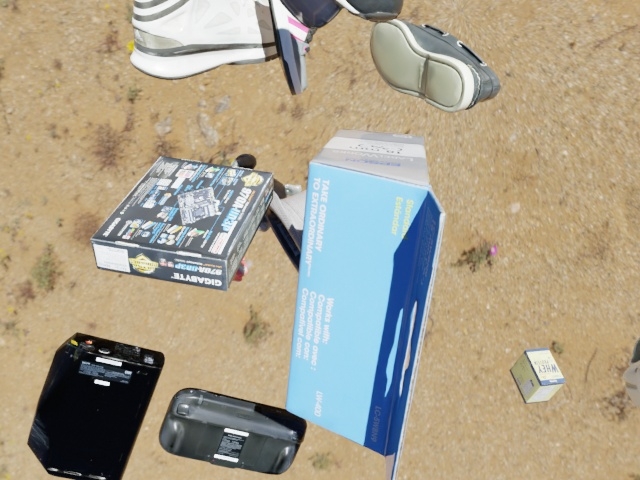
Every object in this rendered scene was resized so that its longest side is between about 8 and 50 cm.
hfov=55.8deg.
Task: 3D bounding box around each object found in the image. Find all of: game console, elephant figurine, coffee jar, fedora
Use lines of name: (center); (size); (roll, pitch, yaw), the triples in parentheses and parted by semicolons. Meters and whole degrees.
game console: (-0.200, 0.260, 0.834); (0.361, 0.044, 0.213); (18, 111, -16)
elephant figurine: (-0.195, -0.130, 1.514); (0.169, 0.239, 0.186); (16, 71, 29)
coffee jar: (-0.028, -0.361, 0.840); (0.079, 0.184, 0.096); (-42, 120, 13)
fedora: (0.000, 0.000, 1.151); (0.124, 0.275, 0.243); (-30, 133, -9)

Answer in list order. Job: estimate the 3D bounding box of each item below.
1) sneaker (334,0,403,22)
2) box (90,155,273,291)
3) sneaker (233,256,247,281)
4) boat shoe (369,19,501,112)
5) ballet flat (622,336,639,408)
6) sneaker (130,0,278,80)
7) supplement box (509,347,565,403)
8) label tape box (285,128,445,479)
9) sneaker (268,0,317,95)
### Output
sneaker: (0.041, -0.395, 0.694); (0.124, 0.107, 0.283); (-39, 65, 59)
box: (-0.174, -0.033, 0.815); (0.175, 0.220, 0.051); (9, 127, 7)
sneaker: (-0.225, 0.022, 1.386); (0.136, 0.314, 0.116); (32, 78, 7)
boat shoe: (0.212, -0.340, 1.143); (0.113, 0.340, 0.127); (-11, 123, -23)
ballet flat: (0.310, 0.111, 0.517); (0.087, 0.247, 0.083); (-36, 81, 34)
sneaker: (-0.185, -0.501, 1.224); (0.169, 0.447, 0.257); (31, 132, 24)
supplement box: (0.450, 0.282, 1.260); (0.056, 0.083, 0.083); (-2, 138, -16)
label tape box: (0.035, 0.035, 0.570); (0.106, 0.333, 0.240); (8, 108, 5)
sneaker: (-0.008, -0.447, 1.208); (0.179, 0.123, 0.295); (-11, 123, -5)
